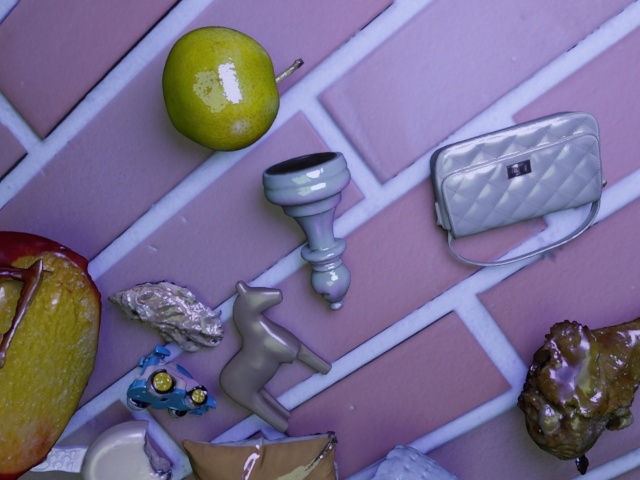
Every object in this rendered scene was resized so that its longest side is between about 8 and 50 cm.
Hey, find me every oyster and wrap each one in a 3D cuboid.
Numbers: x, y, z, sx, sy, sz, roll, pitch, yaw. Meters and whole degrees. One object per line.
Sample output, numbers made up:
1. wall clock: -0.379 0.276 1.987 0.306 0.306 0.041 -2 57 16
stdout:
1. oyster: -0.283 0.142 0.752 0.133 0.072 0.209 -41 97 16

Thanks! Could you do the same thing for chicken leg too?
1. chicken leg: 0.455 0.184 0.641 0.211 0.140 0.361 36 95 -23

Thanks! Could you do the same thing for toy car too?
1. toy car: -0.283 0.279 0.783 0.161 0.098 0.126 27 135 -27

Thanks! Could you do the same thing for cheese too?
1. cheese: -0.431 0.456 0.797 0.249 0.071 0.163 -8 92 -20

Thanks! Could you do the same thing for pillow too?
1. pillow: -0.097 0.512 0.783 0.312 0.119 0.310 -7 108 9

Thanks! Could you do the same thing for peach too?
1. peach: -0.563 0.180 0.636 0.310 0.335 0.406 4 73 1

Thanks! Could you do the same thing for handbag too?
1. handbag: 0.309 -0.069 0.629 0.256 0.079 0.219 -16 104 12

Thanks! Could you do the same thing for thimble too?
1. thimble: 0.155 0.476 0.679 0.172 0.250 0.205 25 106 32

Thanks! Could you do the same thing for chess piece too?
1. chess piece: 0.000 0.000 0.667 0.139 0.139 0.271 -9 111 9

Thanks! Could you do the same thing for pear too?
1. pear: -0.127 -0.231 0.614 0.216 0.166 0.180 -14 88 -12

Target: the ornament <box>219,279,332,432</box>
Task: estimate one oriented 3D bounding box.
1. ornament: -0.101 0.208 0.746 0.245 0.061 0.230 38 103 -6
